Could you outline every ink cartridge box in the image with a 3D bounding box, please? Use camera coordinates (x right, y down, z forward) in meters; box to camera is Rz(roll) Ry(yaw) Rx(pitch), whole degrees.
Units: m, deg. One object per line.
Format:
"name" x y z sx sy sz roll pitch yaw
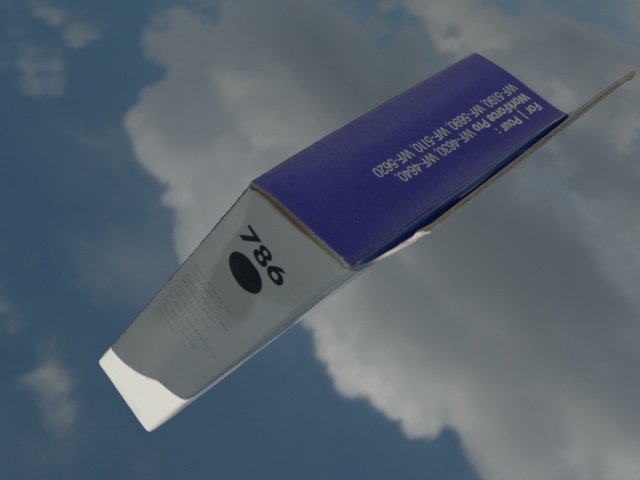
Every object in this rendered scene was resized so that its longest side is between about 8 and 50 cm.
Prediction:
"ink cartridge box" 0.000 0.000 0.511 0.165 0.333 0.065 -34 -93 -36
